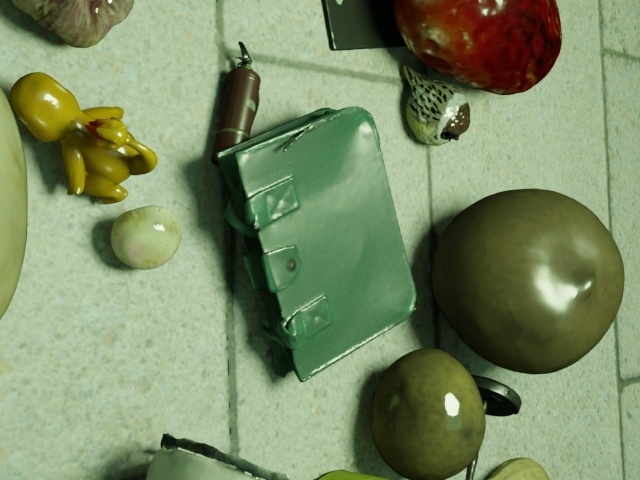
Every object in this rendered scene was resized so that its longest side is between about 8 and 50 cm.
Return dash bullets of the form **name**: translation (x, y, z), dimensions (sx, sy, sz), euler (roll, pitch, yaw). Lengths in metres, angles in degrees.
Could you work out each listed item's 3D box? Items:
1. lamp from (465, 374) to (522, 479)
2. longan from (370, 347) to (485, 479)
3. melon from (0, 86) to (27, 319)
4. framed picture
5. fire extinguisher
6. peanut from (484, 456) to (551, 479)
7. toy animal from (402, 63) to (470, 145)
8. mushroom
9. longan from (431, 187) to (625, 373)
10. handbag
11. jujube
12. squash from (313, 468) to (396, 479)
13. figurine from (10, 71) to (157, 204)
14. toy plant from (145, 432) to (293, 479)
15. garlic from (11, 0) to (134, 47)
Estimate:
- **lamp**: translation (0.235, 0.350, 1.307), dimensions (0.130, 0.108, 0.371), euler (30, 42, -12)
- **longan**: translation (0.153, 0.248, 1.291), dimensions (0.167, 0.167, 0.187), euler (-13, 103, -42)
- **melon**: translation (-0.376, -0.035, 0.806), dimensions (0.223, 0.223, 0.316), euler (0, 90, -42)
- **framed picture**: translation (0.113, -0.423, 1.413), dimensions (0.324, 0.013, 0.244), euler (-14, 96, -41)
- **fire extinguisher**: translation (-0.104, -0.170, 1.183), dimensions (0.078, 0.045, 0.157), euler (39, 58, -65)
- **peanut**: translation (0.284, 0.421, 1.426), dimensions (0.257, 0.124, 0.123), euler (-12, 95, -44)
- **toy animal**: translation (0.179, -0.214, 1.399), dimensions (0.098, 0.098, 0.137), euler (-33, 108, -38)
- **mushroom**: translation (-0.204, -0.006, 1.059), dimensions (0.084, 0.083, 0.067), euler (6, 42, -41)
- **longan**: translation (0.311, 0.062, 1.375), dimensions (0.297, 0.297, 0.297), euler (4, 84, -41)
- **handbag**: translation (0.001, 0.000, 1.201), dimensions (0.238, 0.089, 0.326), euler (-29, 116, -35)
- **jujube**: translation (0.248, -0.340, 1.384), dimensions (0.318, 0.223, 0.223), euler (23, 71, -52)
- **squash**: translation (0.100, 0.378, 1.183), dimensions (0.132, 0.247, 0.132), euler (5, 83, -43)
- **figurine**: translation (-0.255, -0.117, 0.987), dimensions (0.176, 0.122, 0.121), euler (38, 66, -34)
- **toy plant**: translation (-0.138, 0.407, 0.990), dimensions (0.247, 0.247, 0.332), euler (36, 66, -34)
- **garlic**: translation (-0.273, -0.294, 0.998), dimensions (0.147, 0.102, 0.159), euler (-37, 111, -38)
